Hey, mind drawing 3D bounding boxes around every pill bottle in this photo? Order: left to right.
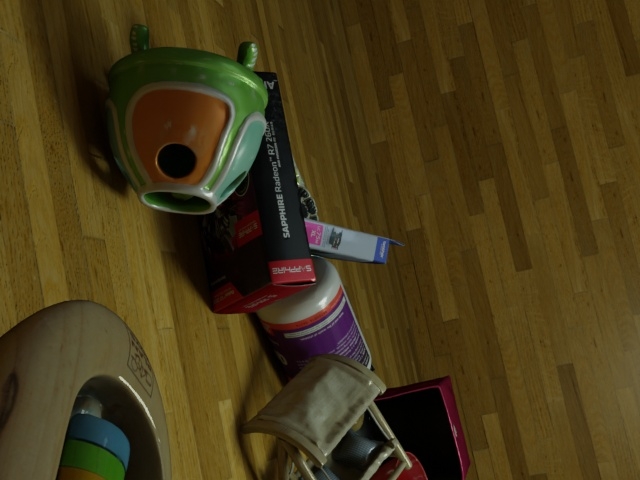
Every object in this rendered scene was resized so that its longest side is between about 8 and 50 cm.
[{"bbox_3d":[-0.007,0.201,1.947,0.181,0.181,0.323,-85,157,-55],"label":"pill bottle"}]

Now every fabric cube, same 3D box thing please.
[{"bbox_3d":[0.232,0.506,2.464,0.258,0.259,0.254,10,66,-76],"label":"fabric cube"}]

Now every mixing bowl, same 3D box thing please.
[{"bbox_3d":[0.156,0.547,2.025,0.181,0.098,0.181,43,38,-47],"label":"mixing bowl"}]

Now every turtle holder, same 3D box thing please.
[{"bbox_3d":[-0.215,-0.158,1.429,0.243,0.320,0.227,11,76,-30],"label":"turtle holder"}]

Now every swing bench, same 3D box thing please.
[{"bbox_3d":[0.018,0.374,1.746,0.253,0.165,0.255,-40,120,-50],"label":"swing bench"}]

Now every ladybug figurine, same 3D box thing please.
[{"bbox_3d":[-0.259,0.249,0.881,0.449,0.162,0.305,-88,159,-49],"label":"ladybug figurine"}]

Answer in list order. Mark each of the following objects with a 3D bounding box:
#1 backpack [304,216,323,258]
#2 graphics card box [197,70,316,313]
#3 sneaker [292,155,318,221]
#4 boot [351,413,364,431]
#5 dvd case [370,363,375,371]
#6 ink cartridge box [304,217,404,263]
[{"bbox_3d":[-0.048,0.043,2.081,0.152,0.115,0.182,-63,139,-73],"label":"backpack"},{"bbox_3d":[-0.129,-0.076,1.631,0.094,0.233,0.371,-3,77,-31],"label":"graphics card box"},{"bbox_3d":[-0.071,-0.112,2.188,0.110,0.107,0.275,-71,147,-83],"label":"sneaker"},{"bbox_3d":[0.031,0.283,2.232,0.236,0.089,0.269,-93,160,-61],"label":"boot"},{"bbox_3d":[0.034,0.194,2.200,0.239,0.029,0.179,52,-2,23],"label":"dvd case"},{"bbox_3d":[0.000,0.000,1.903,0.311,0.186,0.065,9,87,-44],"label":"ink cartridge box"}]
